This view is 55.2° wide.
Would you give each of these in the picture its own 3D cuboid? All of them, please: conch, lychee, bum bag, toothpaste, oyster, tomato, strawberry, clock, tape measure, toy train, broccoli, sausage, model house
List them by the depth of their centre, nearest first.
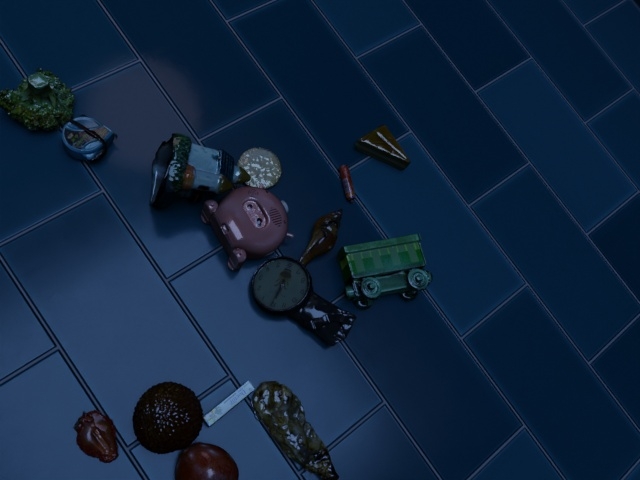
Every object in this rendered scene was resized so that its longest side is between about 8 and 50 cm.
[{"bbox_3d":[-0.296,0.610,1.590,0.168,0.167,0.167,5,71,-14],"label":"tomato"},{"bbox_3d":[-0.400,0.462,1.596,0.195,0.194,0.194,5,71,-14],"label":"lychee"},{"bbox_3d":[-0.582,0.511,1.597,0.104,0.048,0.152,-39,83,-19],"label":"strawberry"},{"bbox_3d":[-0.256,0.457,1.707,0.164,0.046,0.034,-36,81,-22],"label":"toothpaste"},{"bbox_3d":[-0.062,0.540,1.724,0.129,0.078,0.345,-35,81,-31],"label":"oyster"},{"bbox_3d":[-0.816,-0.424,1.762,0.220,0.194,0.194,-15,77,-25],"label":"broccoli"},{"bbox_3d":[-0.341,-0.184,1.802,0.292,0.253,0.184,6,74,-25],"label":"model house"},{"bbox_3d":[-0.697,-0.302,1.815,0.146,0.081,0.125,34,64,-2],"label":"tape measure"},{"bbox_3d":[-0.116,0.132,1.819,0.185,0.040,0.184,-3,65,6],"label":"clock"},{"bbox_3d":[-0.021,0.210,1.834,0.249,0.060,0.123,30,75,12],"label":"bum bag"},{"bbox_3d":[-0.203,-0.060,1.843,0.241,0.142,0.227,-26,81,-25],"label":"clock"},{"bbox_3d":[0.006,0.001,1.911,0.080,0.086,0.232,29,70,-25],"label":"conch"},{"bbox_3d":[0.200,0.095,1.915,0.301,0.120,0.202,-10,72,-18],"label":"toy train"},{"bbox_3d":[0.091,-0.184,2.020,0.034,0.034,0.129,-9,75,-18],"label":"sausage"}]

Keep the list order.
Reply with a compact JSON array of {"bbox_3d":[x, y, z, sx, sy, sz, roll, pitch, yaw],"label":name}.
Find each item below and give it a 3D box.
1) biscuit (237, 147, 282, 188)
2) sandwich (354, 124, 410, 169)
[{"bbox_3d":[-0.195,-0.231,1.963,0.152,0.020,0.151,5,71,-13],"label":"biscuit"},{"bbox_3d":[0.207,-0.291,2.065,0.114,0.079,0.163,-32,85,-20],"label":"sandwich"}]
